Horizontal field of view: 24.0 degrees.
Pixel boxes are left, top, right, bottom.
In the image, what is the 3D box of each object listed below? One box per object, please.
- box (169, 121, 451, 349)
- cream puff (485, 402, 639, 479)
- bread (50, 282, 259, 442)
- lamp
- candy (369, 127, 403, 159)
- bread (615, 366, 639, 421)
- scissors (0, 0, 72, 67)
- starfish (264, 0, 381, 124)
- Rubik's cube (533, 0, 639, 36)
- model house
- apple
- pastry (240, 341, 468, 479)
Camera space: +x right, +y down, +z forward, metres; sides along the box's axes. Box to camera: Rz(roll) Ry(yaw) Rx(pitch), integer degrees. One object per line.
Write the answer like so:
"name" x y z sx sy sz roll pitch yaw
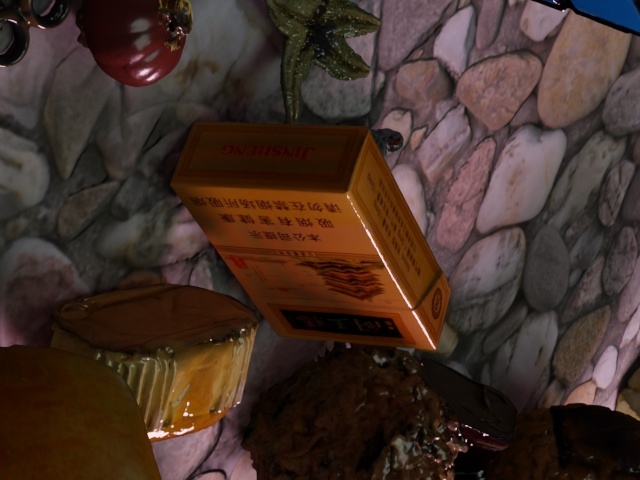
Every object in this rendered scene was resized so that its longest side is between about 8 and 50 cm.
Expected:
"box" 0.000 0.000 1.388 0.274 0.174 0.076 59 43 -51
"cream puff" 0.344 0.330 1.918 0.343 0.327 0.231 -21 123 -44
"bread" -0.150 0.108 1.319 0.190 0.132 0.114 -5 116 -46
"lamp" -0.145 -0.170 1.176 0.101 0.090 0.101 -6 90 -70
"candy" 0.019 -0.073 1.489 0.175 0.045 0.043 -36 171 -34
"bread" 0.524 0.287 2.297 0.186 0.124 0.257 -20 129 -35
"scissors" -0.248 -0.219 1.076 0.088 0.017 0.220 -45 142 -17
"starfish" -0.001 -0.203 1.367 0.223 0.050 0.217 17 94 -66
"Rubik's cube" 0.221 -0.387 1.322 0.293 0.283 0.288 -57 144 -4
"model house" 0.134 0.246 1.803 0.203 0.141 0.164 29 112 -34
"apple" -0.285 0.227 1.154 0.346 0.254 0.179 -25 172 -7
"pastry" 0.023 0.224 1.544 0.193 0.275 0.275 22 97 -18
